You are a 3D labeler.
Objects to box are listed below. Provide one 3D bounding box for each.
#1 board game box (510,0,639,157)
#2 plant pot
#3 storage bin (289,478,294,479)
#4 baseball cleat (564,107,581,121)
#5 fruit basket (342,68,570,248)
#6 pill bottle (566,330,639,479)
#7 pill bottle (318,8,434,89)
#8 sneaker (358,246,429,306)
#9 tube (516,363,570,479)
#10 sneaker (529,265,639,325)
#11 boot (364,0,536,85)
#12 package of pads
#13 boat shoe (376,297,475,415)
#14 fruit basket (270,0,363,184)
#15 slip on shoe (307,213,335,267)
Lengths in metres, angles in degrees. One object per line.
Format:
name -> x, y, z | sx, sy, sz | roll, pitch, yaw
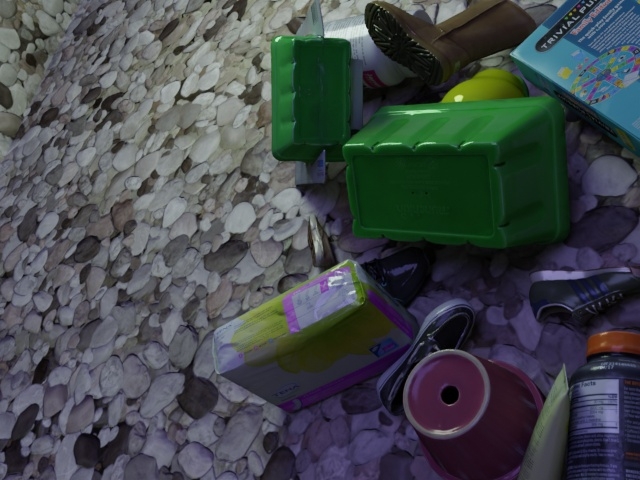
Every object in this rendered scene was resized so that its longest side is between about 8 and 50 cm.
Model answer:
board game box -> 0.508, -0.298, 1.151 | 0.254, 0.079, 0.336 | -44, 44, 9
plant pot -> 0.214, 0.249, 1.049 | 0.201, 0.180, 0.201 | -19, 51, 25
storage bin -> -0.047, 0.554, 1.072 | 0.262, 0.123, 0.260 | -44, 45, 2
baseball cleat -> 0.516, -0.282, 1.264 | 0.109, 0.072, 0.206 | 36, 89, 37
fruit basket -> 0.262, -0.144, 1.275 | 0.392, 0.283, 0.392 | -8, 16, 2
pill bottle -> 0.395, 0.247, 0.956 | 0.130, 0.130, 0.246 | -6, 58, 33
pill bottle -> 0.100, -0.411, 1.582 | 0.283, 0.160, 0.160 | 0, 61, 36
sneaker -> 0.073, 0.090, 1.309 | 0.267, 0.106, 0.101 | -34, 46, 11
tube -> 0.299, 0.289, 0.962 | 0.070, 0.062, 0.240 | 31, 115, 60
sneaker -> 0.411, 0.090, 1.101 | 0.192, 0.064, 0.086 | -4, 67, 34
boot -> 0.252, -0.422, 1.424 | 0.269, 0.089, 0.236 | -33, 71, -28
package of pads -> -0.007, 0.171, 1.224 | 0.296, 0.229, 0.101 | -29, 48, 17
boat shoe -> 0.180, 0.192, 1.173 | 0.219, 0.077, 0.070 | -52, 17, 5
fruit basket -> -0.016, -0.272, 1.434 | 0.165, 0.353, 0.327 | -1, 93, -4
slip on shoe -> 0.000, 0.000, 1.466 | 0.041, 0.051, 0.135 | 0, 42, -11
